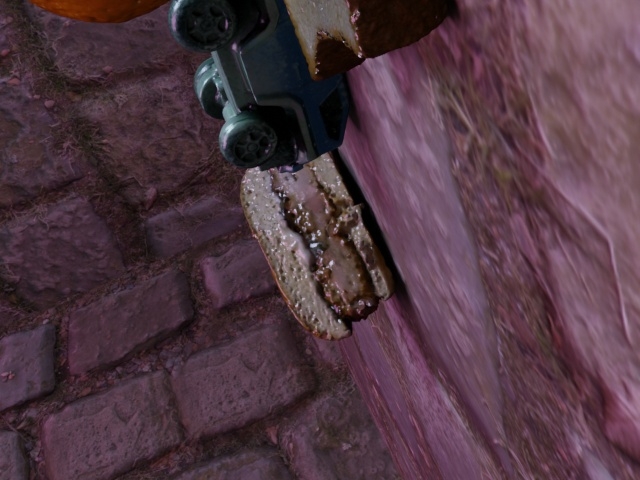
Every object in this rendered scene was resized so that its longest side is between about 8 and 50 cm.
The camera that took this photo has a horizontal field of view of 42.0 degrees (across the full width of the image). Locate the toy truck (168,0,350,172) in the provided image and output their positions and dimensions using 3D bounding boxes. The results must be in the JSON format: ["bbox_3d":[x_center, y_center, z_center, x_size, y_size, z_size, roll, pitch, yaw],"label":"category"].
[{"bbox_3d":[-0.071,-0.207,0.885,0.155,0.156,0.278,-118,8,-45],"label":"toy truck"}]

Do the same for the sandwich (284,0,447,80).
[{"bbox_3d":[0.007,-0.208,0.570,0.214,0.065,0.186,-135,23,-76],"label":"sandwich"}]

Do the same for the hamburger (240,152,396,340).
[{"bbox_3d":[0.000,0.000,1.152,0.245,0.155,0.282,62,-177,-30],"label":"hamburger"}]

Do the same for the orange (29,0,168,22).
[{"bbox_3d":[-0.285,-0.454,1.042,0.340,0.341,0.293,65,-173,25],"label":"orange"}]
